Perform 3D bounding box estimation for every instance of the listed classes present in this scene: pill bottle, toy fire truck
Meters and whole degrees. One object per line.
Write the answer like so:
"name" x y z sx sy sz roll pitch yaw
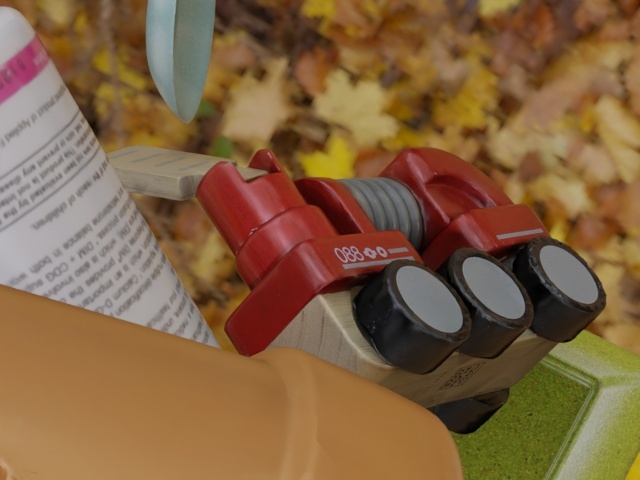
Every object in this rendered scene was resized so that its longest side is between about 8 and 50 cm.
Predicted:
"pill bottle" -0.141 0.047 0.950 0.160 0.283 0.160 -28 15 8
"toy fire truck" 0.000 0.000 1.127 0.158 0.217 0.246 -47 67 31

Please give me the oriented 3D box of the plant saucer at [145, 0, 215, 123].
"plant saucer" -0.133 -0.206 1.850 0.037 0.195 0.195 5 74 7

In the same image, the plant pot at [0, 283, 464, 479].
"plant pot" -0.113 0.138 0.706 0.291 0.203 0.291 -53 15 20

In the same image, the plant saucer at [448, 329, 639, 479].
"plant saucer" 0.092 0.120 1.230 0.188 0.045 0.188 26 82 21
